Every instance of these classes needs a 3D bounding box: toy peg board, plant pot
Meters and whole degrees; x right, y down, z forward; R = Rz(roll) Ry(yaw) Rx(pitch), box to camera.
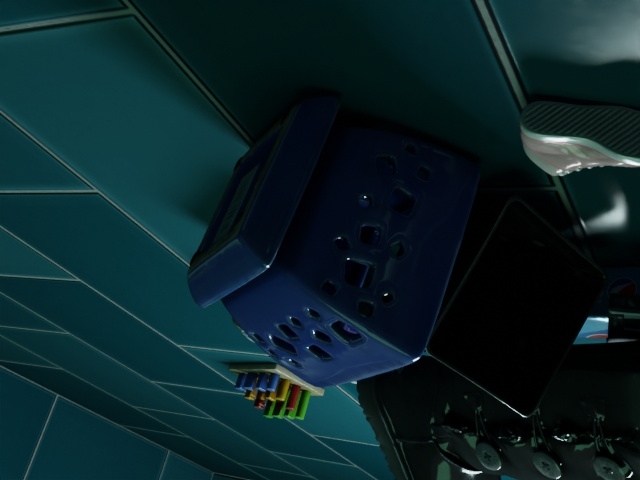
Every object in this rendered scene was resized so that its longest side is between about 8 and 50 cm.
[{"bbox_3d":[-0.107,0.341,1.933,0.161,0.079,0.161,-9,146,44],"label":"toy peg board"},{"bbox_3d":[0.000,0.000,0.925,0.212,0.236,0.236,30,154,-17],"label":"plant pot"},{"bbox_3d":[0.176,0.057,0.989,0.187,0.188,0.167,35,175,-32],"label":"plant pot"}]

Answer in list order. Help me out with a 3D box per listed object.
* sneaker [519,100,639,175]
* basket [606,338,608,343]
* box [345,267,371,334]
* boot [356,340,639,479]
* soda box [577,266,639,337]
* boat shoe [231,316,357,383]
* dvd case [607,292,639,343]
[{"bbox_3d":[0.248,-0.087,0.790,0.134,0.051,0.070,13,158,15],"label":"sneaker"},{"bbox_3d":[0.472,0.250,1.170,0.204,0.227,0.154,20,157,-10],"label":"basket"},{"bbox_3d":[0.026,0.081,1.246,0.261,0.103,0.184,24,153,-18],"label":"box"},{"bbox_3d":[0.297,0.292,1.116,0.445,0.146,0.367,-11,119,44],"label":"boot"},{"bbox_3d":[0.348,0.078,1.069,0.210,0.067,0.071,-3,150,39],"label":"soda box"},{"bbox_3d":[0.003,0.154,1.406,0.306,0.113,0.105,19,173,16],"label":"boat shoe"},{"bbox_3d":[0.449,0.117,0.974,0.239,0.029,0.179,4,153,20],"label":"dvd case"}]
